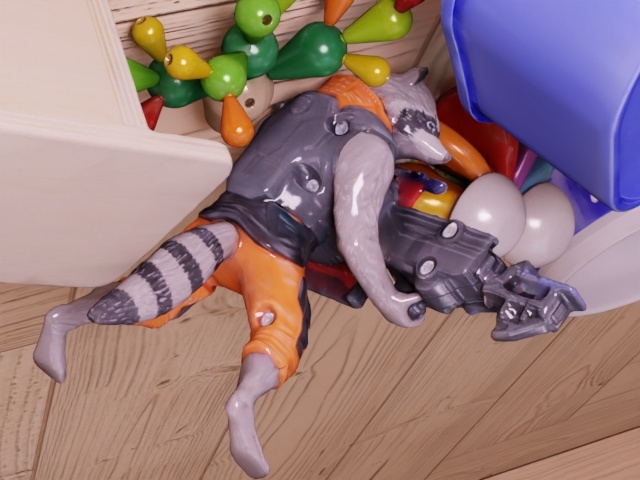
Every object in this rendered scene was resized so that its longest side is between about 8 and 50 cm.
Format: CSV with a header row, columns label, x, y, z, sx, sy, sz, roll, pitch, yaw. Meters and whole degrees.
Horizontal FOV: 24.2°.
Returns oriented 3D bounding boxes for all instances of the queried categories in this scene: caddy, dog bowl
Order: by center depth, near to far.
label,x,y,z,sx,sy,sz,roll,pitch,yaw
caddy,0.194,-0.173,0.958,0.241,0.179,0.341,-46,160,-7
dog bowl,0.332,-0.027,1.539,0.265,0.104,0.265,-20,159,-8

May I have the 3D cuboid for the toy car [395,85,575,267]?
label,x,y,z,sx,sy,sz,roll,pitch,yaw
toy car,0.128,-0.063,1.231,0.182,0.159,0.136,6,108,-51

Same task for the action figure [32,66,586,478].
label,x,y,z,sx,sy,sz,roll,pitch,yaw
action figure,0.000,0.000,1.047,0.330,0.341,0.178,-52,133,-28

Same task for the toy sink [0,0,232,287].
label,x,y,z,sx,sy,sz,roll,pitch,yaw
toy sink,-0.194,-0.070,0.863,0.234,0.131,0.153,6,146,-43

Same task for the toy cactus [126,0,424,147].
label,x,y,z,sx,sy,sz,roll,pitch,yaw
toy cactus,-0.041,-0.109,0.989,0.219,0.112,0.180,-26,170,-17
